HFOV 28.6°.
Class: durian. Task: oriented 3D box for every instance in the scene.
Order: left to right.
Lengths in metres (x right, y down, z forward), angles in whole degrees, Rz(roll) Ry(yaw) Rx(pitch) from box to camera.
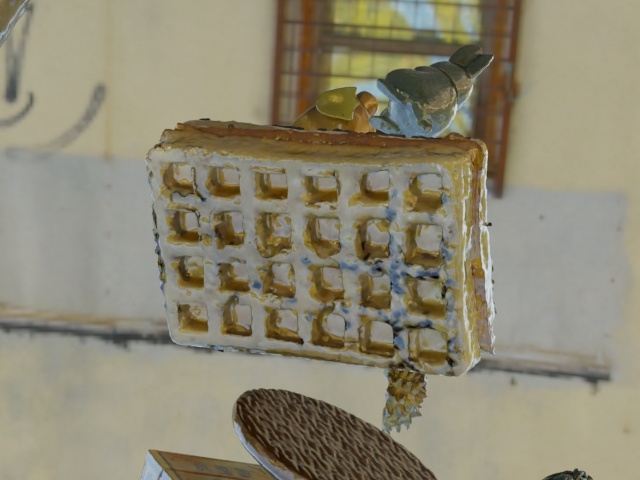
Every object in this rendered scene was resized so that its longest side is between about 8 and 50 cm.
[{"bbox_3d":[0.148,0.286,2.226,0.078,0.224,0.140,2,-121,1],"label":"durian"}]

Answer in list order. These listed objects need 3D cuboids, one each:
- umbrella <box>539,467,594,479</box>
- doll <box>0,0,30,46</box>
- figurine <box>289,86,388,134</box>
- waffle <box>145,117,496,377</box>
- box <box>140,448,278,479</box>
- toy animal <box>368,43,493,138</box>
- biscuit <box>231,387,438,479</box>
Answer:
[{"bbox_3d":[0.267,0.438,1.905,0.349,0.094,0.143,-28,157,26],"label":"umbrella"},{"bbox_3d":[-0.486,-0.364,1.440,0.382,0.378,0.252,-45,-158,-27],"label":"doll"},{"bbox_3d":[0.052,-0.182,2.332,0.228,0.215,0.215,18,-178,-41],"label":"figurine"},{"bbox_3d":[0.000,0.000,1.366,0.376,0.260,0.114,4,-160,26],"label":"waffle"},{"bbox_3d":[-0.116,0.378,1.695,0.193,0.084,0.301,14,-176,-24],"label":"box"},{"bbox_3d":[0.180,-0.219,1.913,0.236,0.108,0.138,-20,-131,-41],"label":"toy animal"},{"bbox_3d":[0.018,0.239,1.372,0.262,0.037,0.262,24,-169,-5],"label":"biscuit"}]
